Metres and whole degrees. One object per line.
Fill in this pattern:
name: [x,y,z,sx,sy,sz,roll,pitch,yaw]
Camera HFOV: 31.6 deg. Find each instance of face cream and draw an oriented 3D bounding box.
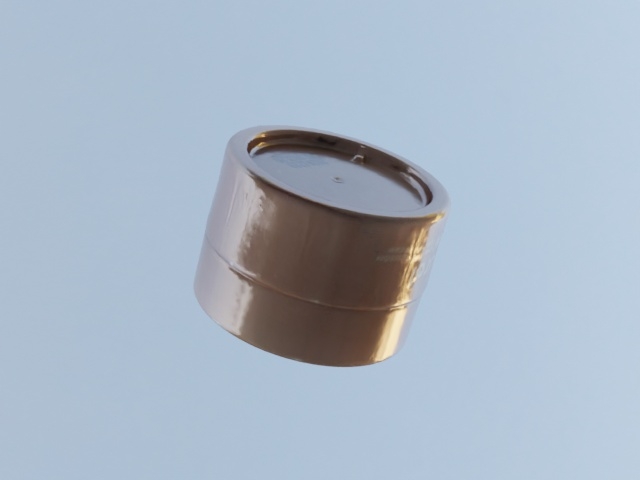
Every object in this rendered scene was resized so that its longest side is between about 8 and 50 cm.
face cream: [0.000,0.000,0.733,0.149,0.149,0.104,3,-64,-28]
